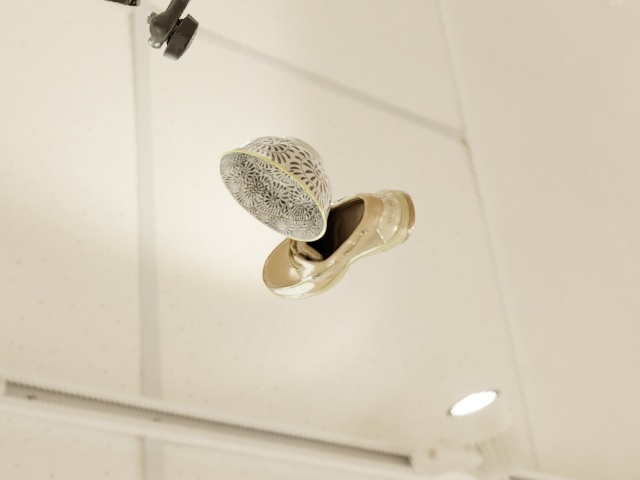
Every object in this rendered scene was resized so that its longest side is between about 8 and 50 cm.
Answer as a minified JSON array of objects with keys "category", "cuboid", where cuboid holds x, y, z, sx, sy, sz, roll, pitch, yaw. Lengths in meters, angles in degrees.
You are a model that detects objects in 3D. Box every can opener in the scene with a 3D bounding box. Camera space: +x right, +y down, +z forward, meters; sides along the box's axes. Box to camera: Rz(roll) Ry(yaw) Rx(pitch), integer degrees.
[{"category":"can opener","cuboid":[-0.202,-0.363,1.688,0.073,0.186,0.059,24,-172,-22]}]

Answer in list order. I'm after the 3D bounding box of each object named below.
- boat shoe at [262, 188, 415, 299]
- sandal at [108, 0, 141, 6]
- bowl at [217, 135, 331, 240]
[{"category":"boat shoe","cuboid":[0.000,0.000,1.820,0.110,0.341,0.121,6,-118,-40]},{"category":"sandal","cuboid":[-0.484,-0.385,1.640,0.446,0.107,0.167,13,-165,-13]},{"category":"bowl","cuboid":[-0.045,-0.084,1.492,0.170,0.170,0.080,41,-117,-11]}]
